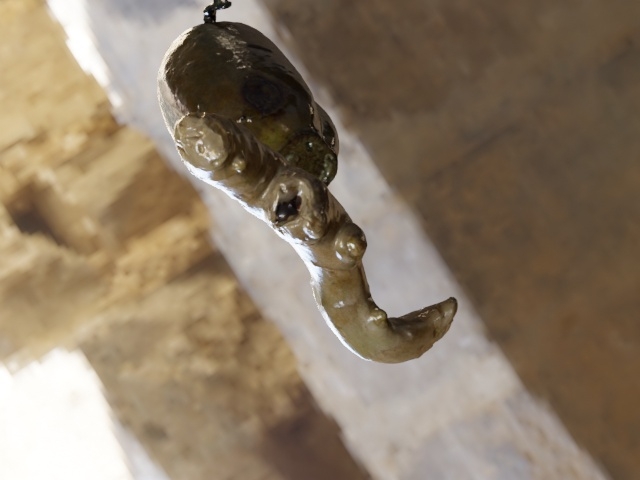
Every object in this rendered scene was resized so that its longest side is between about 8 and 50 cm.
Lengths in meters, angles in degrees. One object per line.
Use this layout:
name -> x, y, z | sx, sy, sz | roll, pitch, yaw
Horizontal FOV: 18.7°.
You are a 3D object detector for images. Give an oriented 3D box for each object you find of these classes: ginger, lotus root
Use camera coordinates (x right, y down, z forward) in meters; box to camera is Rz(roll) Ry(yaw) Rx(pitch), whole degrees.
ginger -> 0.000, 0.000, 1.293 | 0.089, 0.288, 0.075 | 17, -112, 52
lotus root -> -0.066, -0.106, 1.670 | 0.123, 0.124, 0.241 | -41, -144, 3
